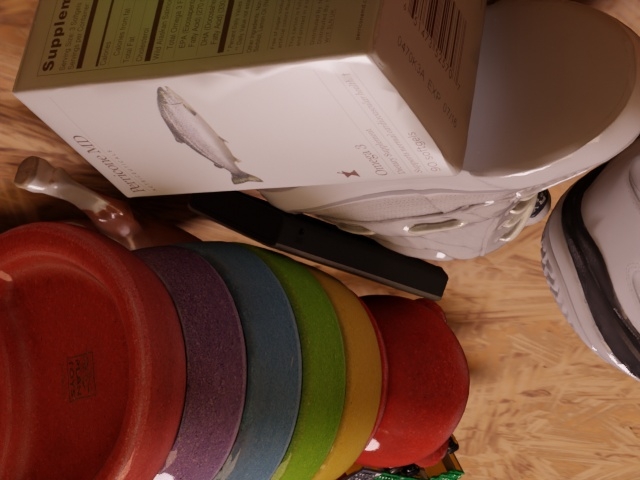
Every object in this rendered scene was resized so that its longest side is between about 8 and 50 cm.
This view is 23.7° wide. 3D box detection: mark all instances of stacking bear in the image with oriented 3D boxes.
[{"bbox_3d":[-0.033,0.081,0.888,0.289,0.175,0.164,5,164,-43],"label":"stacking bear"}]

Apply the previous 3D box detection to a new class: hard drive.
[{"bbox_3d":[0.000,0.000,0.913,0.135,0.022,0.094,18,-177,-39],"label":"hard drive"}]

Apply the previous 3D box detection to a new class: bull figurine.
[{"bbox_3d":[-0.197,0.034,1.032,0.310,0.101,0.188,-14,148,41],"label":"bull figurine"}]

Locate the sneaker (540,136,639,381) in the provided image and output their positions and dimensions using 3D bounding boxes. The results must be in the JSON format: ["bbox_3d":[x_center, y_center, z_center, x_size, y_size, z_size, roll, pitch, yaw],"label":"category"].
[{"bbox_3d":[0.280,0.056,0.730,0.366,0.137,0.210,40,153,12],"label":"sneaker"}]

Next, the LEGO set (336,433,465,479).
[{"bbox_3d":[-0.073,0.152,1.152,0.331,0.192,0.255,-36,157,21],"label":"LEGO set"}]

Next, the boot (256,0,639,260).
[{"bbox_3d":[0.086,-0.048,0.783,0.123,0.095,0.258,24,161,-39],"label":"boot"}]

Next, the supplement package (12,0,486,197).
[{"bbox_3d":[-0.029,-0.091,0.696,0.179,0.105,0.105,-3,153,27],"label":"supplement package"}]
